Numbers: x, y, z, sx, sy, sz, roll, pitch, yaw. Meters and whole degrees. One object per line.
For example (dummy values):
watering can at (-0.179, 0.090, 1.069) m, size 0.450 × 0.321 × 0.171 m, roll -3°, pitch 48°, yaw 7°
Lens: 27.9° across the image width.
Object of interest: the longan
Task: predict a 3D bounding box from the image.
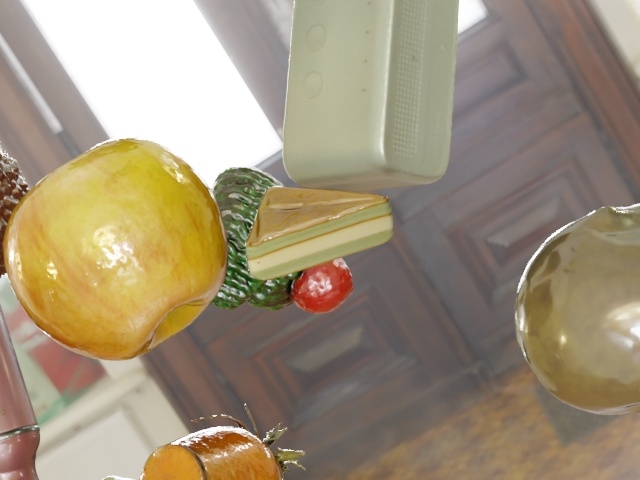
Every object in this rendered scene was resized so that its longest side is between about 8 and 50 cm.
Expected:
longan at (0.418, 0.094, 1.665) m, size 0.350 × 0.288 × 0.288 m, roll -3°, pitch -1°, yaw -21°

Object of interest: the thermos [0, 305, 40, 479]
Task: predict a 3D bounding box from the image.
thermos at (-0.446, 0.200, 1.671) m, size 0.136 × 0.330 × 0.109 m, roll -25°, pitch -11°, yaw 29°

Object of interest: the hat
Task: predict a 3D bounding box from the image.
hat at (-0.093, 0.031, 2.475) m, size 0.274 × 0.332 × 0.242 m, roll -65°, pitch 11°, yaw -15°

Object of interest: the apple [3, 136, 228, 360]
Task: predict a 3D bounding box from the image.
apple at (-0.243, 0.013, 1.573) m, size 0.286 × 0.233 × 0.286 m, roll -36°, pitch -6°, yaw -5°

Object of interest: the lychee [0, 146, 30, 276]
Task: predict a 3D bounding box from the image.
lychee at (-0.557, -0.045, 1.902) m, size 0.300 × 0.264 × 0.264 m, roll 10°, pitch 39°, yaw 44°

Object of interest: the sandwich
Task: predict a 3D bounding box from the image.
sandwich at (0.000, 0.000, 1.601) m, size 0.163 × 0.079 × 0.113 m, roll 6°, pitch 45°, yaw 13°

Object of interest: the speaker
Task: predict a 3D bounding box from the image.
speaker at (0.080, -0.273, 1.837) m, size 0.183 × 0.406 × 0.184 m, roll 8°, pitch -5°, yaw -44°

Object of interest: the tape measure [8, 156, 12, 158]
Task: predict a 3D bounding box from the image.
tape measure at (-0.698, -0.087, 2.321) m, size 0.253 × 0.260 × 0.114 m, roll 120°, pitch 159°, yaw -49°

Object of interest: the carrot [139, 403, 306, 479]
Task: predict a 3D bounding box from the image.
carrot at (-0.177, 0.413, 2.200) m, size 0.193 × 0.214 × 0.331 m, roll -46°, pitch -24°, yaw 27°

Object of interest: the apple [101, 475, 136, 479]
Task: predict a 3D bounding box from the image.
apple at (-0.244, 0.389, 1.576) m, size 0.200 × 0.200 × 0.200 m, roll -31°, pitch 10°, yaw 6°
